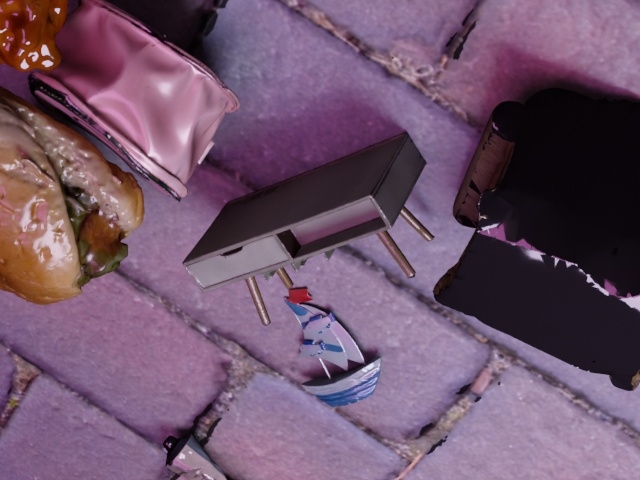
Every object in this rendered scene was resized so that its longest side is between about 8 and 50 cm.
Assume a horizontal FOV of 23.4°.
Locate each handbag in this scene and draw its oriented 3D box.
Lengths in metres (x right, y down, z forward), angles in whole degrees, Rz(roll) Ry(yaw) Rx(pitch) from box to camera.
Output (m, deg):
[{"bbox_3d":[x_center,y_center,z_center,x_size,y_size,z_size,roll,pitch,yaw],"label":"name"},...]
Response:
[{"bbox_3d":[-0.185,-0.141,1.511,0.205,0.116,0.179,37,175,-16],"label":"handbag"}]

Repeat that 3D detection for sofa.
[{"bbox_3d":[0.253,-0.008,1.462,0.258,0.182,0.200,25,148,5],"label":"sofa"}]

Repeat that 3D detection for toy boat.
[{"bbox_3d":[0.018,0.119,1.721,0.105,0.034,0.149,3,113,25],"label":"toy boat"}]

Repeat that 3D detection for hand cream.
[{"bbox_3d":[-0.089,0.313,1.899,0.248,0.052,0.075,34,153,-10],"label":"hand cream"}]

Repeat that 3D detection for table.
[{"bbox_3d":[0.000,0.000,1.574,0.240,0.121,0.111,-19,114,34],"label":"table"}]

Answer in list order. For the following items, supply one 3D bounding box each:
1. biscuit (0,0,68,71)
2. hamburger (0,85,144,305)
[{"bbox_3d":[-0.367,-0.321,1.446,0.312,0.110,0.318,9,93,14],"label":"biscuit"},{"bbox_3d":[-0.288,-0.028,1.572,0.209,0.162,0.330,31,161,4],"label":"hamburger"}]
